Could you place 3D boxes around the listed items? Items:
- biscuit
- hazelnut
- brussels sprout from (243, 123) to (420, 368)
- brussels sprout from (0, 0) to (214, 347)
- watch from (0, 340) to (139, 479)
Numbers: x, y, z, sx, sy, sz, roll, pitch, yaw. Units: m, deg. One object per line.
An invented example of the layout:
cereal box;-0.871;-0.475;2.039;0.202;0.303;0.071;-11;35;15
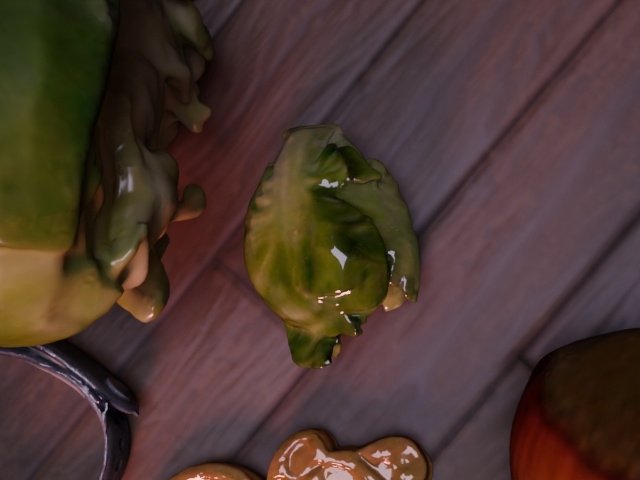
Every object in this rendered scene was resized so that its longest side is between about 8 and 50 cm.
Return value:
biscuit;-0.030;0.257;0.652;0.289;0.044;0.201;-25;81;10
hazelnut;0.232;0.158;0.545;0.210;0.210;0.186;34;70;12
brussels sprout;-0.002;-0.001;0.641;0.139;0.100;0.180;-14;94;30
brussels sprout;-0.221;-0.096;0.539;0.315;0.371;0.275;17;109;6
watch;-0.265;0.160;0.694;0.206;0.068;0.193;40;91;8
